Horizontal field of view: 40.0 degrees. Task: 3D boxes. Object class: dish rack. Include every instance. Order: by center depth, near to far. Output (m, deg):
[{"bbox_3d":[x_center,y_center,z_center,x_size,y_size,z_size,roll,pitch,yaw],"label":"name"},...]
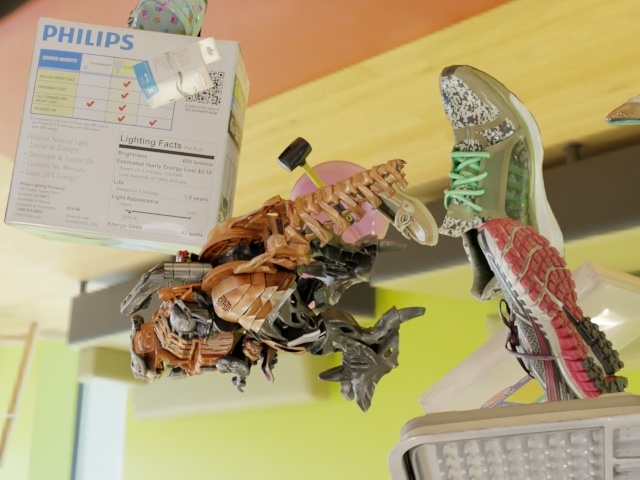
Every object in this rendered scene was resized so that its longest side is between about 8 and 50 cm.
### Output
[{"bbox_3d":[0.260,0.281,1.058,0.333,0.072,0.285,-8,132,10],"label":"dish rack"}]

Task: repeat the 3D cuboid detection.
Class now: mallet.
[{"bbox_3d":[-0.007,-0.094,1.585,0.062,0.190,0.039,-39,-163,-19],"label":"mallet"}]

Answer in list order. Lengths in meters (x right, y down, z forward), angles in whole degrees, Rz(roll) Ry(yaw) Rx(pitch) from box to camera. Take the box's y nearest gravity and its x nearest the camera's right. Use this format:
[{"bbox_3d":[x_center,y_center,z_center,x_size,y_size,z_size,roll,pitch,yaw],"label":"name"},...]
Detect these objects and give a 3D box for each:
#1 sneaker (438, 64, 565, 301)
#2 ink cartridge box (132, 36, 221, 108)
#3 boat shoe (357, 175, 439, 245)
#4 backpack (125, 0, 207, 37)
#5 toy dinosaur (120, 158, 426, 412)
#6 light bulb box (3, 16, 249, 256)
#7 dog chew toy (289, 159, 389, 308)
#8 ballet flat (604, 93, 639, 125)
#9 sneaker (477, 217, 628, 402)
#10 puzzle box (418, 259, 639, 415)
[{"bbox_3d":[0.261,-0.078,1.414,0.182,0.410,0.158,-30,-164,-29],"label":"sneaker"},{"bbox_3d":[-0.136,-0.164,0.864,0.083,0.028,0.048,-22,163,-2],"label":"ink cartridge box"},{"bbox_3d":[0.102,-0.041,1.197,0.048,0.153,0.056,-25,144,-23],"label":"boat shoe"},{"bbox_3d":[-0.289,-0.408,1.661,0.152,0.115,0.182,29,139,-13],"label":"backpack"},{"bbox_3d":[-0.038,0.048,0.745,0.218,0.164,0.322,18,157,-34],"label":"toy dinosaur"},{"bbox_3d":[-0.327,-0.169,1.564,0.358,0.361,0.225,7,173,1],"label":"light bulb box"},{"bbox_3d":[0.000,0.000,1.700,0.206,0.332,0.206,22,146,16],"label":"dog chew toy"},{"bbox_3d":[0.584,-0.229,1.514,0.206,0.067,0.073,0,-175,-16],"label":"ballet flat"},{"bbox_3d":[0.294,0.109,1.205,0.112,0.299,0.121,-31,176,43],"label":"sneaker"},{"bbox_3d":[0.397,0.198,1.551,0.272,0.052,0.409,15,131,-43],"label":"puzzle box"}]
